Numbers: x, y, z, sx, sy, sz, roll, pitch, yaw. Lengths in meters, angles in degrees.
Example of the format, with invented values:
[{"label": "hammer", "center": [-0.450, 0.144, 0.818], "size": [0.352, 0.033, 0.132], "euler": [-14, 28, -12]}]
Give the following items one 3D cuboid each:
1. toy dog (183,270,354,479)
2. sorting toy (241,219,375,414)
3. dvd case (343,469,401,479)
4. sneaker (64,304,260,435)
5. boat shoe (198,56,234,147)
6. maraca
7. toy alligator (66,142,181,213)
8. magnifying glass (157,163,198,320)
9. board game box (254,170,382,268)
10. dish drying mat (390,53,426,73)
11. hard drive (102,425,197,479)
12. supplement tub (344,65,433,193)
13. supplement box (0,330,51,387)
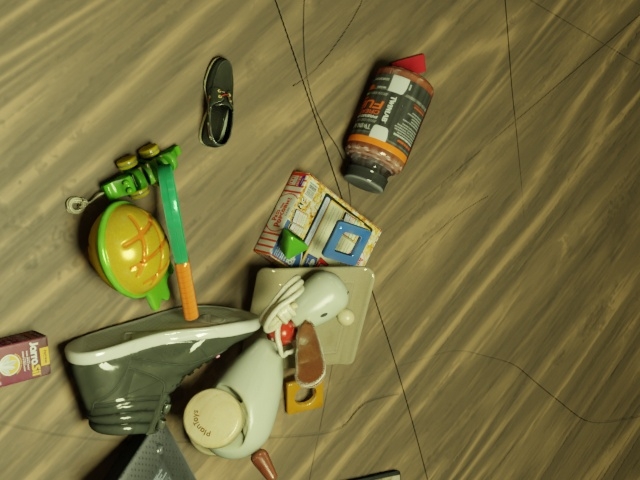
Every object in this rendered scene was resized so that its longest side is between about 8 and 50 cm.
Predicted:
[{"label": "toy dog", "center": [-0.055, 0.212, 1.382], "size": [0.334, 0.161, 0.220], "euler": [-51, 172, 9]}, {"label": "sorting toy", "center": [-0.025, 0.119, 1.506], "size": [0.196, 0.047, 0.348], "euler": [1, 115, -26]}, {"label": "dvd case", "center": [0.054, 0.509, 1.659], "size": [0.253, 0.022, 0.180], "euler": [1, 83, -41]}, {"label": "sneaker", "center": [-0.215, 0.186, 1.354], "size": [0.296, 0.104, 0.147], "euler": [-13, 109, -35]}, {"label": "boat shoe", "center": [-0.145, -0.201, 1.384], "size": [0.049, 0.042, 0.133], "euler": [8, 91, -39]}, {"label": "maraca", "center": [-0.249, 0.022, 1.295], "size": [0.186, 0.099, 0.127], "euler": [53, 40, -56]}, {"label": "toy alligator", "center": [-0.256, -0.082, 1.299], "size": [0.189, 0.051, 0.056], "euler": [-34, 118, -32]}, {"label": "magnifying glass", "center": [-0.195, 0.005, 1.299], "size": [0.026, 0.092, 0.231], "euler": [-11, 118, -6]}, {"label": "board game box", "center": [0.000, 0.000, 1.539], "size": [0.193, 0.045, 0.147], "euler": [37, 74, -38]}, {"label": "dish drying mat", "center": [0.151, -0.300, 1.646], "size": [0.083, 0.008, 0.032], "euler": [-22, 112, -37]}, {"label": "hard drive", "center": [-0.226, 0.401, 1.358], "size": [0.172, 0.054, 0.255], "euler": [-60, 134, -57]}, {"label": "supplement tub", "center": [0.107, -0.179, 1.562], "size": [0.106, 0.106, 0.198], "euler": [31, 76, -40]}, {"label": "supplement box", "center": [-0.396, 0.153, 1.223], "size": [0.083, 0.043, 0.055], "euler": [-13, 104, -39]}]
